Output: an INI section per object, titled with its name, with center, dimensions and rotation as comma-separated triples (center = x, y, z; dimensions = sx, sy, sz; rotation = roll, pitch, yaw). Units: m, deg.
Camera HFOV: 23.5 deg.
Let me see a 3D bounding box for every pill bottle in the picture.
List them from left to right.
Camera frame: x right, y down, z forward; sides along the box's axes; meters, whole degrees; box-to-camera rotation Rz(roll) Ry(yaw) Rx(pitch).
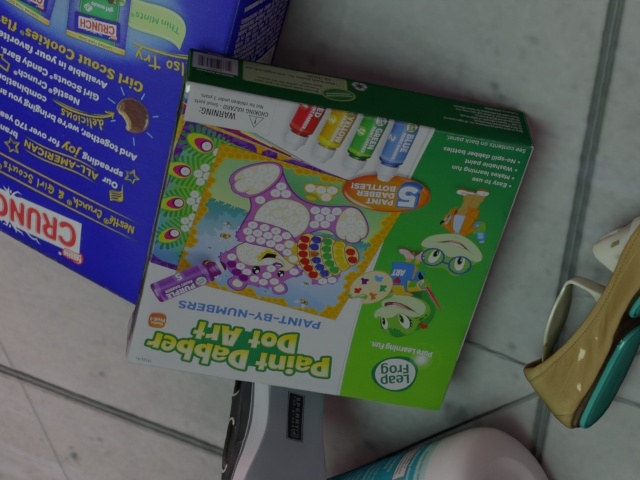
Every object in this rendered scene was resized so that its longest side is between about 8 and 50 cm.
[pill bottle]
center = 0.052, 0.251, 1.230
dimensions = 0.264, 0.146, 0.146
rotation = -25, 100, 36

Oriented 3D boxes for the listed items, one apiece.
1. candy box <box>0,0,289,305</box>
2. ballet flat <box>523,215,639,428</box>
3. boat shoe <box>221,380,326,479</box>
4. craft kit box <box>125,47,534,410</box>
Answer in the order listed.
[candy box]
center = -0.178, -0.145, 1.180
dimensions = 0.268, 0.122, 0.317
rotation = 27, 123, 14
[ballet flat]
center = 0.208, 0.037, 1.083
dimensions = 0.073, 0.080, 0.232
rotation = 43, 127, 23
[boat shoe]
center = -0.047, 0.171, 1.219
dimensions = 0.080, 0.229, 0.076
rotation = 20, 146, -27
[craft kit box]
center = 0.000, 0.000, 1.123
dimensions = 0.249, 0.061, 0.247
rotation = 9, 126, -9
